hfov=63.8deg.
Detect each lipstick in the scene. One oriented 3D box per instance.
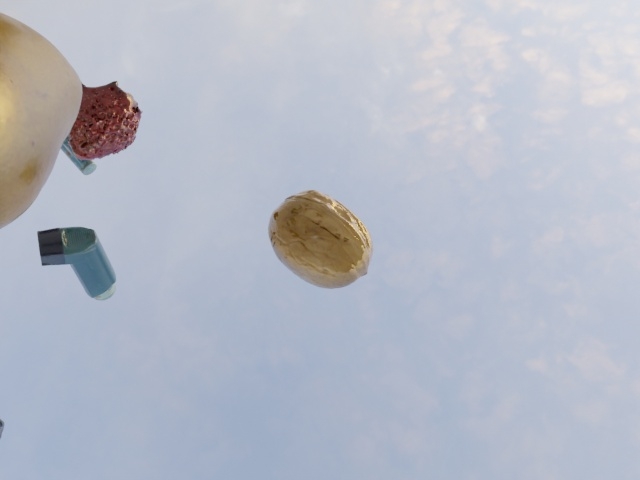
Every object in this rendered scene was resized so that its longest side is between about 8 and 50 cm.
[{"bbox_3d":[-0.712,-0.258,1.480,0.048,0.048,0.158,-41,-99,-16],"label":"lipstick"}]

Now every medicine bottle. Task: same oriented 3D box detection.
[{"bbox_3d":[-0.561,0.060,1.208,0.124,0.258,0.079,-20,-121,-15],"label":"medicine bottle"}]

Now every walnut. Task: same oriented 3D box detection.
[{"bbox_3d":[0.000,0.000,0.931,0.206,0.159,0.159,34,-110,12],"label":"walnut"}]

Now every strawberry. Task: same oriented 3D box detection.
[{"bbox_3d":[-0.552,-0.286,1.296,0.186,0.184,0.202,9,-119,11],"label":"strawberry"}]

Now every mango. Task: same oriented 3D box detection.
[{"bbox_3d":[-0.356,-0.131,0.510,0.172,0.211,0.317,-28,-149,23],"label":"mango"}]

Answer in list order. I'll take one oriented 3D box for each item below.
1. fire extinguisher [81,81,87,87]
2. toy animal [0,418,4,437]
[{"bbox_3d":[-0.765,-0.435,1.617,0.078,0.045,0.157,25,-69,5],"label":"fire extinguisher"},{"bbox_3d":[-0.836,0.482,1.151,0.239,0.256,0.176,-19,-153,-34],"label":"toy animal"}]
